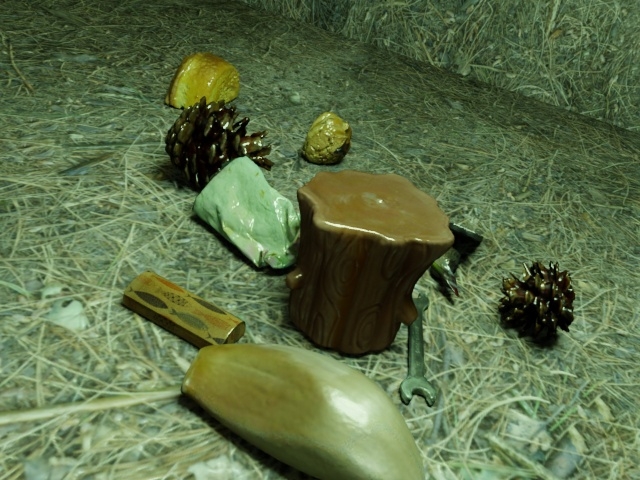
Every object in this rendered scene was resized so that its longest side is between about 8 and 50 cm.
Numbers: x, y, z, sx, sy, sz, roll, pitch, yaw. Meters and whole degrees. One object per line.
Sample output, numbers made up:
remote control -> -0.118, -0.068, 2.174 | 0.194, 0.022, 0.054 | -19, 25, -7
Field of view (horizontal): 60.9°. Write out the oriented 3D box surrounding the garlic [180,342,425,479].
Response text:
garlic -> -0.017, 0.196, 0.650 | 0.318, 0.112, 0.143 | 14, 33, 21

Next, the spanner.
spanner -> 0.148, 0.156, 0.840 | 0.054, 0.015, 0.254 | 13, 32, 2

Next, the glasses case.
glasses case -> -0.193, 0.099, 0.771 | 0.170, 0.041, 0.064 | 25, 34, 16

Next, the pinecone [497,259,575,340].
pinecone -> 0.361, 0.099, 0.909 | 0.121, 0.140, 0.140 | 4, 28, 20

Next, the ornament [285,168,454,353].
ornament -> 0.064, 0.035, 0.803 | 0.221, 0.217, 0.235 | 27, 34, 20

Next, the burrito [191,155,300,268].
burrito -> -0.114, -0.040, 0.962 | 0.229, 0.144, 0.089 | 41, 0, 26

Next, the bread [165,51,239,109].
bread -> -0.306, -0.434, 1.478 | 0.143, 0.139, 0.229 | 26, 34, 4

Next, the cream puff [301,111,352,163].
cream puff -> 0.019, -0.240, 1.321 | 0.133, 0.119, 0.104 | -38, 74, -20

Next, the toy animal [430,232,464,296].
toy animal -> 0.232, 0.036, 1.014 | 0.105, 0.070, 0.202 | 22, 29, -11

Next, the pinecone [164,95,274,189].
pinecone -> -0.202, -0.180, 1.085 | 0.204, 0.179, 0.184 | 33, 53, 5

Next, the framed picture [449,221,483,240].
framed picture -> 0.204, -0.058, 1.114 | 0.265, 0.018, 0.192 | 26, 6, 18
